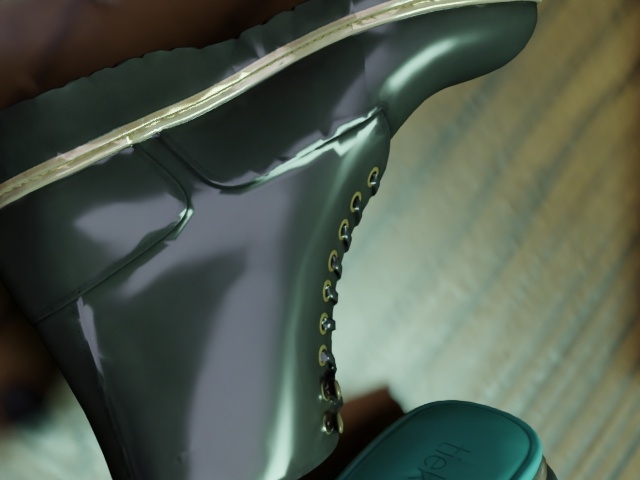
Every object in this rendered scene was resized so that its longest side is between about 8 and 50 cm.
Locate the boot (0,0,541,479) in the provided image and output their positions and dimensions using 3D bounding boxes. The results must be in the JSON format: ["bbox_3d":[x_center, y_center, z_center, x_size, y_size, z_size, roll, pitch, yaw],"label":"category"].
[{"bbox_3d":[0.000,0.000,0.509,0.198,0.077,0.137,-23,90,-19],"label":"boot"}]

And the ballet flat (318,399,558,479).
[{"bbox_3d":[-0.012,0.139,0.502,0.280,0.095,0.096,-21,125,-47],"label":"ballet flat"}]
